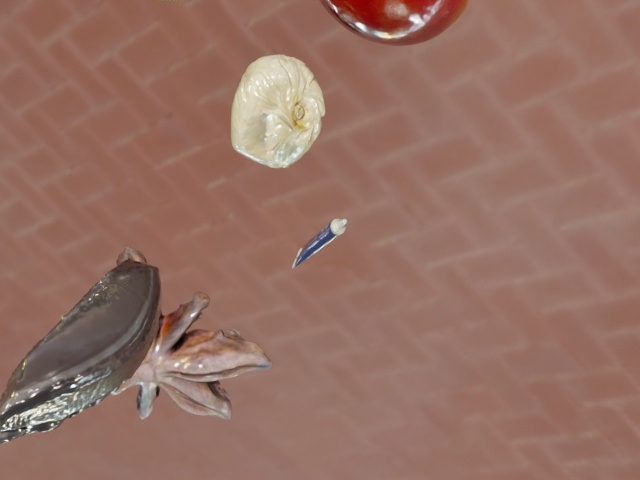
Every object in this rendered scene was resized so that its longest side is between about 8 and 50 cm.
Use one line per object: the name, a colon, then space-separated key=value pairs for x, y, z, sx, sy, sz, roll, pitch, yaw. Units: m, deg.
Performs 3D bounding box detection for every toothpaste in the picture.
toothpaste: x=0.000 y=0.000 z=1.613 sx=0.021 sy=0.037 sz=0.140 roll=35 pitch=146 yaw=-12

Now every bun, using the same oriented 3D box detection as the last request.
bun: x=-0.062 y=-0.193 z=1.853 sx=0.111 sy=0.164 sz=0.188 roll=37 pitch=132 yaw=34

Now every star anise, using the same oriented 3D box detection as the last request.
star anise: x=-0.189 y=0.135 z=1.535 sx=0.258 sy=0.110 sz=0.198 roll=32 pitch=117 yaw=-20

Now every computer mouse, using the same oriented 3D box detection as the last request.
computer mouse: x=-0.124 y=0.064 z=0.640 sx=0.047 sy=0.135 sz=0.079 roll=41 pitch=146 yaw=2

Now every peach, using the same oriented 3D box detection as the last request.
peach: x=0.105 y=-0.374 z=1.646 sx=0.244 sy=0.199 sz=0.243 roll=-12 pitch=158 yaw=-5
